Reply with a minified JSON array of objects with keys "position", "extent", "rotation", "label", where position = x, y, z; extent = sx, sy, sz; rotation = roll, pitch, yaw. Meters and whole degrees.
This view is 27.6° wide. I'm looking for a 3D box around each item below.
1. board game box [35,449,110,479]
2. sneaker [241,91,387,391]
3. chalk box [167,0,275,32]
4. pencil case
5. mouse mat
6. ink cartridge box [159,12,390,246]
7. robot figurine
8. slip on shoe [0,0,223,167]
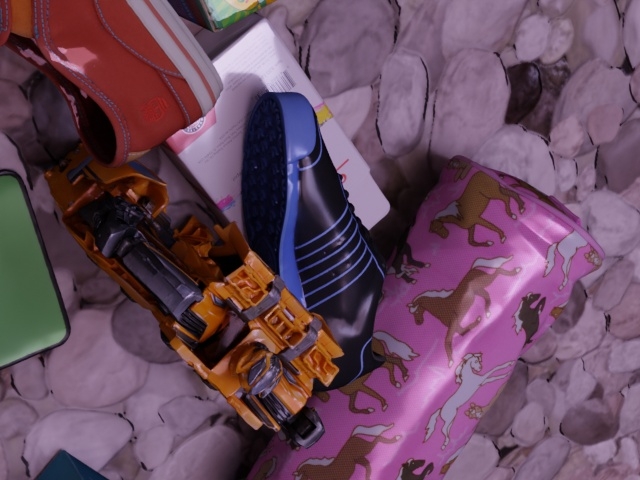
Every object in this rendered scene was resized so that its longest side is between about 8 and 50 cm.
[{"position":[-0.219,0.374,1.068],"extent":[0.336,0.079,0.254],"rotation":[-50,123,-3],"label":"board game box"},{"position":[0.000,0.000,0.962],"extent":[0.090,0.081,0.232],"rotation":[-12,111,-26],"label":"sneaker"},{"position":[-0.071,-0.234,0.887],"extent":[0.213,0.132,0.132],"rotation":[-32,121,-15],"label":"chalk box"},{"position":[0.082,0.116,1.089],"extent":[0.160,0.167,0.386],"rotation":[32,92,1],"label":"pencil case"},{"position":[-0.287,0.044,0.950],"extent":[0.189,0.007,0.153],"rotation":[-23,118,-21],"label":"mouse mat"},{"position":[-0.044,-0.066,1.004],"extent":[0.115,0.067,0.198],"rotation":[-41,121,-9],"label":"ink cartridge box"},{"position":[-0.087,0.025,0.881],"extent":[0.085,0.291,0.211],"rotation":[-45,123,-6],"label":"robot figurine"},{"position":[-0.182,-0.162,0.762],"extent":[0.101,0.123,0.331],"rotation":[-48,132,-10],"label":"slip on shoe"}]
